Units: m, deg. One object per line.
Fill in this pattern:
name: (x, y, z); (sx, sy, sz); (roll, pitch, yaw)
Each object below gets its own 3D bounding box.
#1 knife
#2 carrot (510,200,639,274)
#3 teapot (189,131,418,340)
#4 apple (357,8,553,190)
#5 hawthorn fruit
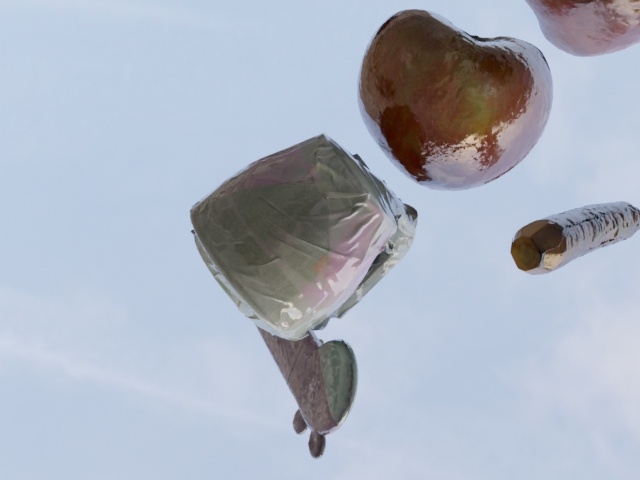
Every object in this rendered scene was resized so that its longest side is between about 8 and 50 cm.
knife: (-0.043, 0.092, 1.240); (0.132, 0.038, 0.399); (-66, -149, 20)
carrot: (0.340, -0.008, 1.400); (0.070, 0.260, 0.070); (12, -72, 42)
teapot: (0.002, 0.006, 1.025); (0.178, 0.221, 0.163); (-38, -151, 8)
apple: (0.129, -0.136, 1.036); (0.195, 0.173, 0.160); (12, -119, -14)
hawthorn fruit: (0.382, -0.352, 1.386); (0.224, 0.261, 0.224); (-2, -85, -21)
